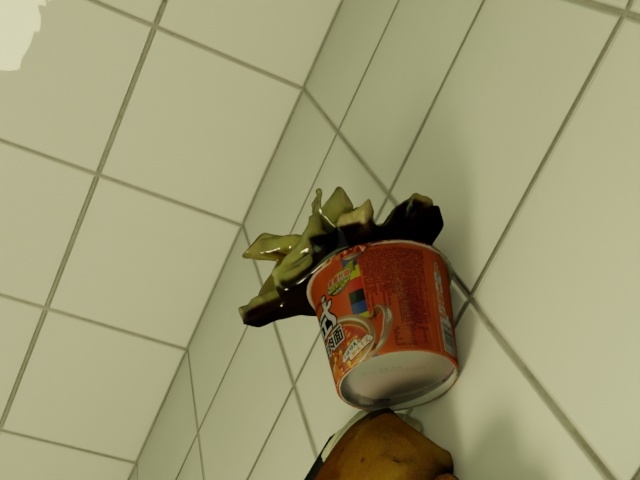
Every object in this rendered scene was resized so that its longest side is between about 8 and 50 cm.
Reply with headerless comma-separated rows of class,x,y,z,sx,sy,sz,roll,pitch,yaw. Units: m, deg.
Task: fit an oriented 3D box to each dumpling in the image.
dumpling,0.079,0.345,1.474,0.199,0.118,0.136,-27,26,6

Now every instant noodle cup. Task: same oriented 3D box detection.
instant noodle cup,0.111,0.146,1.417,0.250,0.250,0.192,-53,34,41

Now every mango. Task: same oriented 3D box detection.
mango,0.065,0.396,1.311,0.287,0.152,0.201,-57,13,-19

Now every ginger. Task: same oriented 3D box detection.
ginger,0.000,0.000,1.609,0.413,0.358,0.211,-44,66,42

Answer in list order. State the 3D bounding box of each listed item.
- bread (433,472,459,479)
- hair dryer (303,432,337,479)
bread,0.169,0.445,1.100,0.247,0.135,0.232,-65,20,14
hair dryer,0.039,0.487,1.526,0.197,0.089,0.251,-62,30,17
